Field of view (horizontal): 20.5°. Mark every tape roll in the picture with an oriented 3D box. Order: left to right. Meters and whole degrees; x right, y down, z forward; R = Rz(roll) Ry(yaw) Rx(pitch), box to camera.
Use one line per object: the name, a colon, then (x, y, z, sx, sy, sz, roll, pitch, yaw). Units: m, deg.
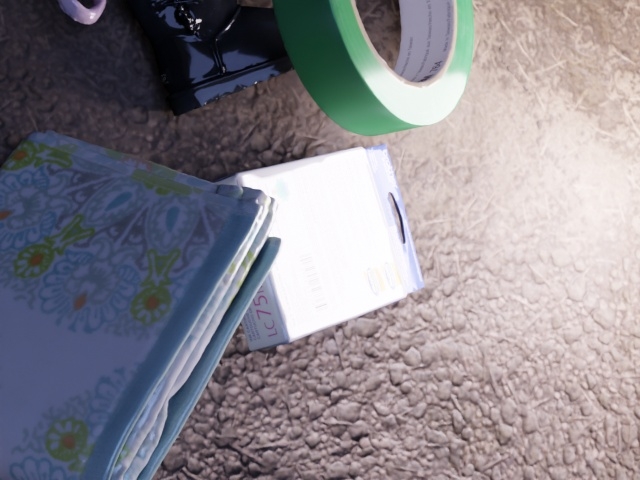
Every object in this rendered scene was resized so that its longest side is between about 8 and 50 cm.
tape roll: (0.062, -0.280, 1.987, 0.321, 0.077, 0.321, 19, 66, -52)

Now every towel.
towel: (-0.247, 0.072, 1.777, 0.374, 0.320, 0.090, -60, 149, -24)

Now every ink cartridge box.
ink cartridge box: (0.000, 0.000, 1.968, 0.311, 0.065, 0.186, -17, 90, -55)

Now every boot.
boot: (-0.098, -0.275, 1.985, 0.246, 0.094, 0.207, -24, 99, -19)

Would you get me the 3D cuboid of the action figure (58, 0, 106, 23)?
action figure: (-0.392, -0.409, 1.853, 0.370, 0.248, 0.276, 3, 126, -12)
